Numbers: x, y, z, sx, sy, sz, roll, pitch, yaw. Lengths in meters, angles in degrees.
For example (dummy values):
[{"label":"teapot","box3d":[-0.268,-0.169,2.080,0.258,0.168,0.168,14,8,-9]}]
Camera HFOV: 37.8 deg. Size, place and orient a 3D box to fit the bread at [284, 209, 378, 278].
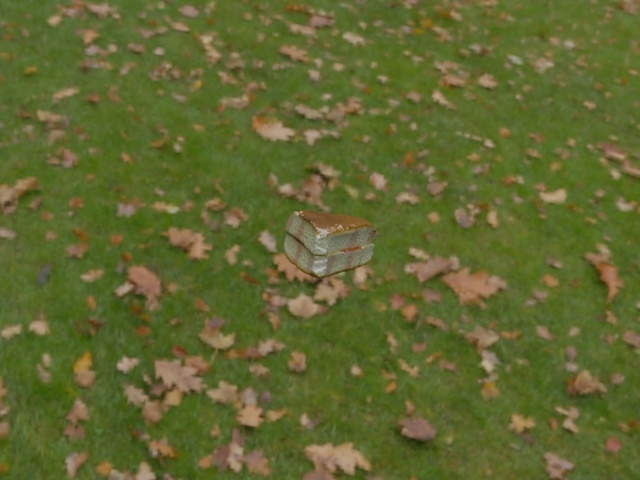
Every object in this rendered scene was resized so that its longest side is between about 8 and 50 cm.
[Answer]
[{"label":"bread","box3d":[0.000,0.000,0.741,0.062,0.043,0.109,18,12,25]}]
